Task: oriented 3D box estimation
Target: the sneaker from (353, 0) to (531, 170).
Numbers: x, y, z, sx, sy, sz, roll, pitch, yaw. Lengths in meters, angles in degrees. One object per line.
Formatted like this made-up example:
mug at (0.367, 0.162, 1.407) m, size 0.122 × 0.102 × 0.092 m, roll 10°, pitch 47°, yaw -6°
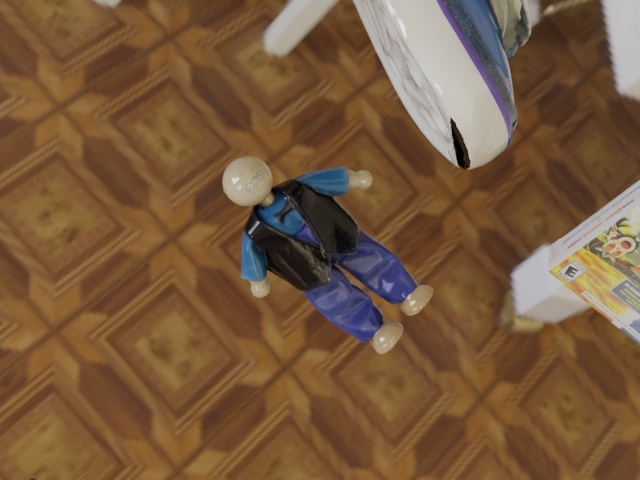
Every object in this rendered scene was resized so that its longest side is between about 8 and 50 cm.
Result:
sneaker at (0.126, -0.221, 0.926) m, size 0.236 × 0.130 × 0.323 m, roll -23°, pitch 61°, yaw -2°

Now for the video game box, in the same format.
video game box at (0.345, 0.028, 1.304) m, size 0.205 × 0.187 × 0.048 m, roll 37°, pitch 36°, yaw -14°

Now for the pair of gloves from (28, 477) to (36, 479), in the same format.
pair of gloves at (-0.194, 0.204, 0.945) m, size 0.010 × 0.083 × 0.074 m, roll 3°, pitch 21°, yaw -11°

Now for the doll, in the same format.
doll at (0.000, 0.000, 1.089) m, size 0.189 × 0.046 × 0.129 m, roll 40°, pitch 87°, yaw -21°
